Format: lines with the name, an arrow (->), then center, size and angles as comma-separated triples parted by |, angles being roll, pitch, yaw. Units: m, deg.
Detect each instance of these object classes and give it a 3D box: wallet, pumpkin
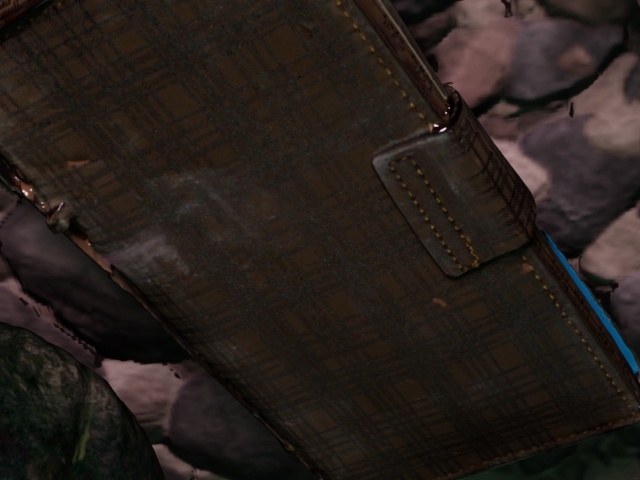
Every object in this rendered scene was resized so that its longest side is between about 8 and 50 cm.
wallet -> 0.000, -0.001, 0.600 | 0.169, 0.044, 0.317 | -25, 128, 22
pumpkin -> -0.168, 0.125, 0.626 | 0.211, 0.152, 0.212 | 8, 134, 9

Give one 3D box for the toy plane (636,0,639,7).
toy plane -> 0.106, -0.138, 0.452 | 0.267, 0.088, 0.212 | 22, 104, -19
